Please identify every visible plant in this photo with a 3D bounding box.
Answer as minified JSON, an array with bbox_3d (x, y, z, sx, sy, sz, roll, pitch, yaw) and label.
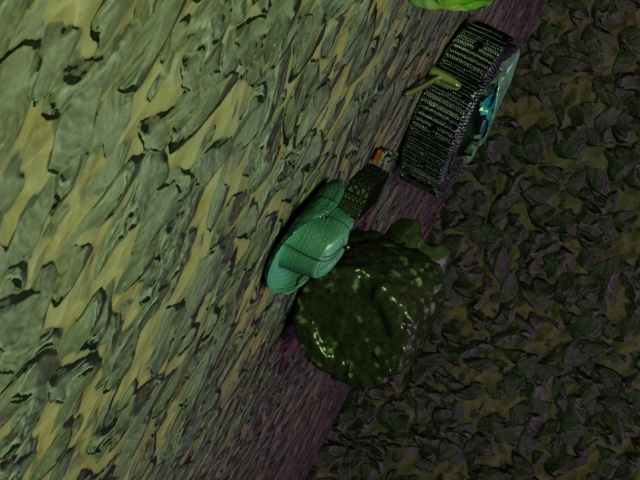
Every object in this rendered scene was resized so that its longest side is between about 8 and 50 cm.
[{"bbox_3d":[0.094,0.091,1.975,0.312,0.213,0.215,-52,163,-61],"label":"plant"}]

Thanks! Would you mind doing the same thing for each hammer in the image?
[{"bbox_3d":[0.178,-0.248,1.964,0.195,0.060,0.028,-37,154,-61],"label":"hammer"}]

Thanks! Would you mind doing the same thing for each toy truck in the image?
[{"bbox_3d":[0.105,-0.136,1.932,0.083,0.032,0.024,-32,144,-75],"label":"toy truck"}]

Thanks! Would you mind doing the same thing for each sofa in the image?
[{"bbox_3d":[0.068,-0.077,1.875,0.060,0.039,0.118,-68,169,23],"label":"sofa"}]

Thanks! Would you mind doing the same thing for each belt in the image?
[{"bbox_3d":[0.252,-0.243,2.190,0.260,0.122,0.324,-39,153,-53],"label":"belt"}]

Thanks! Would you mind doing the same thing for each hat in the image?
[{"bbox_3d":[0.000,0.000,1.581,0.191,0.078,0.138,-54,166,-45],"label":"hat"}]

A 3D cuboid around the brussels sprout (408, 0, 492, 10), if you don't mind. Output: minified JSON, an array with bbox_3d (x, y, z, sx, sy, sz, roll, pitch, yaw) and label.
[{"bbox_3d":[0.145,-0.330,1.294,0.149,0.151,0.122,-36,135,-9],"label":"brussels sprout"}]
